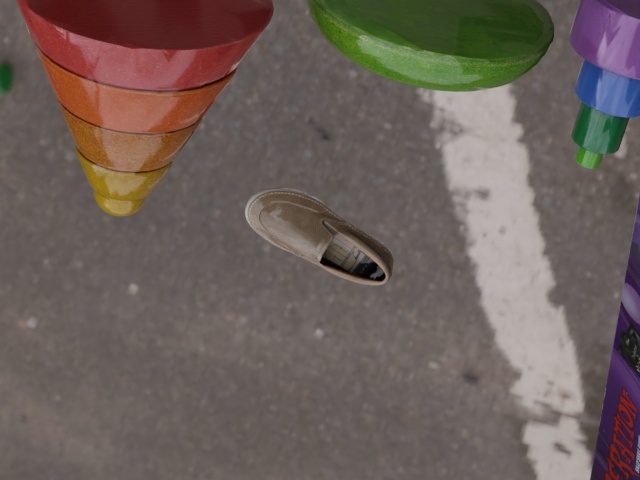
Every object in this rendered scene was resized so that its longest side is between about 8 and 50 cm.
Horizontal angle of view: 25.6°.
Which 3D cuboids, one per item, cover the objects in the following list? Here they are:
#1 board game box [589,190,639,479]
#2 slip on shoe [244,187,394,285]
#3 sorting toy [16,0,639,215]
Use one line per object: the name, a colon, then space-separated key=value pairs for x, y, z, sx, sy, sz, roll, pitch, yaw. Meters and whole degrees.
board game box: x=0.213 y=-0.009 z=0.571 sx=0.056 sy=0.208 sz=0.347 roll=56 pitch=164 yaw=33
slip on shoe: x=0.000 y=0.000 z=1.174 sx=0.135 sy=0.041 sz=0.051 roll=31 pitch=105 yaw=-9
sorting toy: x=0.022 y=-0.072 z=0.727 sx=0.365 sy=0.127 sz=0.126 roll=-2 pitch=125 yaw=-23
